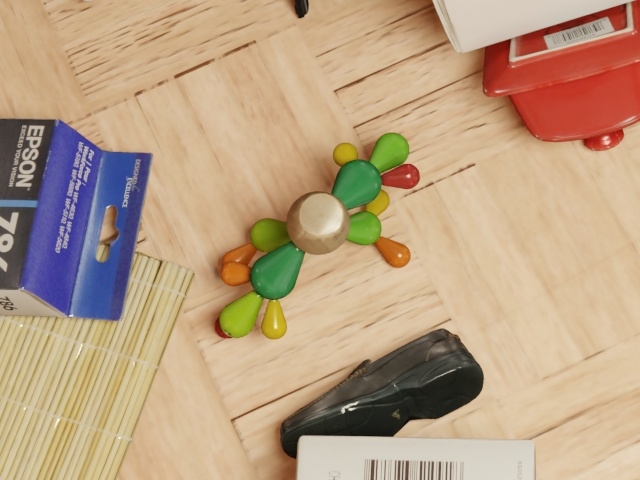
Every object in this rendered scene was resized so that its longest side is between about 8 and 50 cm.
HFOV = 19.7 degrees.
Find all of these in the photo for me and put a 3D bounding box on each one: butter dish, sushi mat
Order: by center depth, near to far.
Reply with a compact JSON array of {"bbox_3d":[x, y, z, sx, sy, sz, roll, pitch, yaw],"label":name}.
[{"bbox_3d":[-0.223,0.140,1.516,0.151,0.019,0.316,14,68,14],"label":"sushi mat"},{"bbox_3d":[0.224,-0.130,1.539,0.160,0.118,0.160,-13,25,14],"label":"butter dish"}]

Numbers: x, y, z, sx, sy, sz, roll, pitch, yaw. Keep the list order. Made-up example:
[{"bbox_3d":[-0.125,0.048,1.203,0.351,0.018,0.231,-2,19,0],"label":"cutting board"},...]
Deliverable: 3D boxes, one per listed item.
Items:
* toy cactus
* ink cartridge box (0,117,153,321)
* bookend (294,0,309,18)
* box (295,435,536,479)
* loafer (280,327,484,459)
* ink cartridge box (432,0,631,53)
[{"bbox_3d":[0.000,0.000,1.474,0.219,0.180,0.112,-37,87,-5],"label":"toy cactus"},{"bbox_3d":[-0.318,-0.023,1.564,0.333,0.065,0.165,2,65,11],"label":"ink cartridge box"},{"bbox_3d":[0.036,-0.299,1.655,0.157,0.072,0.156,-13,64,1],"label":"bookend"},{"bbox_3d":[0.071,0.247,1.376,0.181,0.119,0.182,0,66,7],"label":"box"},{"bbox_3d":[0.044,0.124,1.476,0.170,0.062,0.061,-20,43,-6],"label":"loafer"},{"bbox_3d":[0.165,-0.317,1.525,0.201,0.117,0.278,-17,62,8],"label":"ink cartridge box"}]
